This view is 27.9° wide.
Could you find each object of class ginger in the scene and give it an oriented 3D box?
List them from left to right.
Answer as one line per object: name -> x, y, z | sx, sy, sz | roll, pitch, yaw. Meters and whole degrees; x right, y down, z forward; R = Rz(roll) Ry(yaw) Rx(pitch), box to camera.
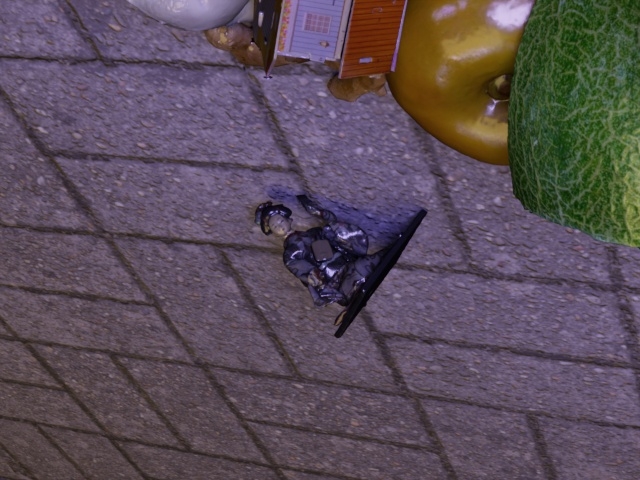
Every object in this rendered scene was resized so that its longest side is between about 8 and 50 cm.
ginger -> -0.013, -0.209, 1.421 | 0.176, 0.052, 0.193 | -8, 157, 39

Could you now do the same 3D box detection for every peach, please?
peach -> 0.187, -0.183, 1.265 | 0.251, 0.153, 0.251 | 4, 138, 3

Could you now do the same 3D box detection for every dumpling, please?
dumpling -> -0.121, -0.286, 1.311 | 0.111, 0.181, 0.155 | 43, 118, 19

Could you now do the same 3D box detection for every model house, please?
model house -> 0.020, -0.265, 1.200 | 0.136, 0.207, 0.219 | 7, 113, -11

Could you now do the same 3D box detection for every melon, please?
melon -> 0.265, -0.165, 1.115 | 0.196, 0.124, 0.323 | 21, 119, 40

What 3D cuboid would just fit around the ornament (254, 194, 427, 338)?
ornament -> 0.000, 0.000, 1.697 | 0.196, 0.166, 0.153 | 34, 150, 7
